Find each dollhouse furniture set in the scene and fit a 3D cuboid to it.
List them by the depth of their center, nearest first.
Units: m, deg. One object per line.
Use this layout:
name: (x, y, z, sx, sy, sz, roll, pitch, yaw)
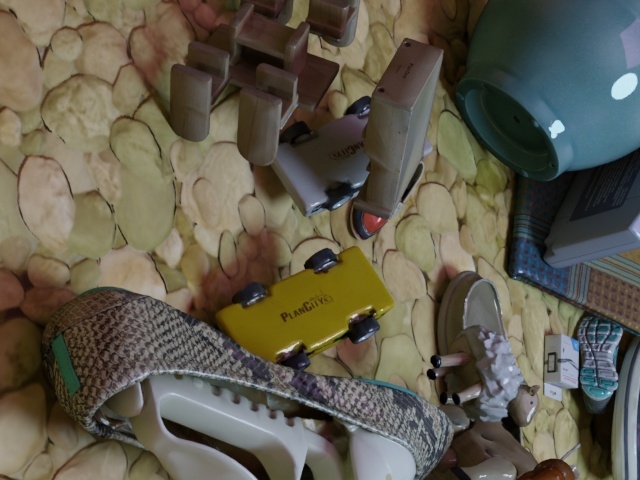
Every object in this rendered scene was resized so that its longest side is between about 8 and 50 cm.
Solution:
dollhouse furniture set: (-0.011, -0.148, 1.522, 0.161, 0.242, 0.212, 97, 17, -49)

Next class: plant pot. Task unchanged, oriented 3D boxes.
plant pot: (0.299, -0.201, 1.867, 0.196, 0.293, 0.293, -45, 120, -16)

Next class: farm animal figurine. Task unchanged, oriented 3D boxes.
farm animal figurine: (0.209, 0.302, 1.618, 0.172, 0.330, 0.327, -9, 50, -31)

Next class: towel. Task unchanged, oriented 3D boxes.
towel: (0.384, -0.076, 2.062, 0.271, 0.040, 0.370, 24, 65, -28)

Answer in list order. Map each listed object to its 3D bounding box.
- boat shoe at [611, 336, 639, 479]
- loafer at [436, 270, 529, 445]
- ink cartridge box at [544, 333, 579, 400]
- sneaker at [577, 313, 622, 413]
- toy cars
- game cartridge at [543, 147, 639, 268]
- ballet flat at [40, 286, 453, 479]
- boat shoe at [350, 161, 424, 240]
boat shoe: (0.554, 0.202, 2.142, 0.500, 0.156, 0.187, -36, 128, -49)
loafer: (0.207, 0.168, 1.787, 0.102, 0.092, 0.269, 8, 76, -50)
ink cartridge box: (0.329, 0.174, 1.988, 0.048, 0.028, 0.083, 22, 66, -47)
sneaker: (0.389, 0.174, 2.051, 0.076, 0.065, 0.166, 84, 18, -44)
toy cars: (0.000, 0.000, 1.567, 0.176, 0.087, 0.394, 23, 57, -10)
game cartridge: (0.423, -0.094, 1.947, 0.060, 0.196, 0.294, 41, 58, -17)
ballet flat: (-0.044, 0.194, 1.361, 0.482, 0.164, 0.182, 25, 27, -35)
boat shoe: (0.079, -0.050, 1.716, 0.137, 0.043, 0.049, -53, 124, -41)
